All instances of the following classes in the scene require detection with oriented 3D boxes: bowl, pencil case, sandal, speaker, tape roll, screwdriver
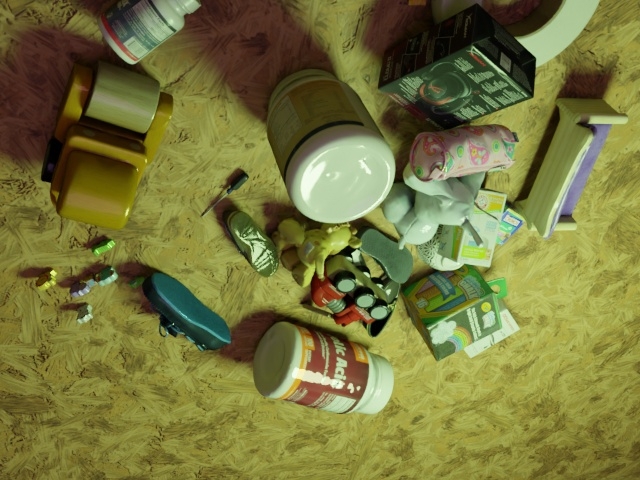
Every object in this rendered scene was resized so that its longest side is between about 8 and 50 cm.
[{"bbox_3d":[0.370,0.032,1.936,0.170,0.080,0.170,-9,131,-10],"label":"bowl"},{"bbox_3d":[0.340,-0.206,1.583,0.284,0.124,0.124,-11,135,-38],"label":"pencil case"},{"bbox_3d":[0.178,0.032,1.889,0.254,0.054,0.097,41,80,-39],"label":"sandal"},{"bbox_3d":[0.097,0.063,1.889,0.055,0.055,0.136,-23,132,2],"label":"speaker"},{"bbox_3d":[0.435,-0.551,1.471,0.391,0.072,0.392,-9,131,-10],"label":"tape roll"},{"bbox_3d":[-0.237,-0.106,1.656,0.170,0.025,0.024,-43,128,18],"label":"screwdriver"}]

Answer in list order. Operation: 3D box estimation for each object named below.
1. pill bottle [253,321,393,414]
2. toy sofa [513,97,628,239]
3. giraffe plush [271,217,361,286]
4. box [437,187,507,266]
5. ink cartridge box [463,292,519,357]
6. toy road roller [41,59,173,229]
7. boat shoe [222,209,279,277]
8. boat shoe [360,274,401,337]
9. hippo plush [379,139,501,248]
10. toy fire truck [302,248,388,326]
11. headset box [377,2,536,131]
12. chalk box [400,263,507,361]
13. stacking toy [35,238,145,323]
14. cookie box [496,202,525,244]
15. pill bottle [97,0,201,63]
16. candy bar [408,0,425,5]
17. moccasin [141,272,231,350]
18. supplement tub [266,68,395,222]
[{"bbox_3d":[0.016,0.396,2.030,0.392,0.224,0.224,21,120,-32],"label":"pill bottle"},{"bbox_3d":[0.667,-0.182,1.789,0.150,0.177,0.363,-2,128,-16],"label":"toy sofa"},{"bbox_3d":[0.000,0.000,1.736,0.170,0.210,0.182,-30,97,-29],"label":"giraffe plush"},{"bbox_3d":[0.407,-0.043,1.818,0.114,0.103,0.203,8,99,-24],"label":"box"},{"bbox_3d":[0.530,0.277,2.196,0.190,0.082,0.140,-32,131,12],"label":"ink cartridge box"},{"bbox_3d":[-0.441,-0.173,1.385,0.202,0.241,0.330,14,123,-28],"label":"toy road roller"},{"bbox_3d":[-0.180,0.002,1.737,0.080,0.073,0.224,-42,130,-14],"label":"boat shoe"},{"bbox_3d":[0.191,0.194,2.021,0.081,0.069,0.228,6,127,-23],"label":"boat shoe"},{"bbox_3d":[0.289,-0.102,1.727,0.294,0.234,0.236,49,139,0],"label":"hippo plush"},{"bbox_3d":[0.034,0.157,1.867,0.246,0.159,0.217,-35,124,22],"label":"toy fire truck"},{"bbox_3d":[0.285,-0.360,1.483,0.218,0.110,0.293,26,154,-33],"label":"headset box"},{"bbox_3d":[0.419,0.189,2.013,0.288,0.179,0.180,-27,132,-4],"label":"chalk box"},{"bbox_3d":[-0.574,0.107,1.706,0.221,0.052,0.167,-27,132,5],"label":"stacking toy"},{"bbox_3d":[0.524,-0.049,1.944,0.091,0.040,0.107,25,117,-33],"label":"cookie box"},{"bbox_3d":[-0.325,-0.433,1.295,0.180,0.108,0.108,-33,131,10],"label":"pill bottle"},{"bbox_3d":[0.213,-0.573,1.415,0.040,0.018,0.162,-7,131,-13],"label":"candy bar"},{"bbox_3d":[-0.373,0.218,1.812,0.116,0.138,0.342,-28,131,12],"label":"moccasin"},{"bbox_3d":[0.009,-0.212,1.450,0.228,0.316,0.228,-9,131,-11],"label":"supplement tub"}]
